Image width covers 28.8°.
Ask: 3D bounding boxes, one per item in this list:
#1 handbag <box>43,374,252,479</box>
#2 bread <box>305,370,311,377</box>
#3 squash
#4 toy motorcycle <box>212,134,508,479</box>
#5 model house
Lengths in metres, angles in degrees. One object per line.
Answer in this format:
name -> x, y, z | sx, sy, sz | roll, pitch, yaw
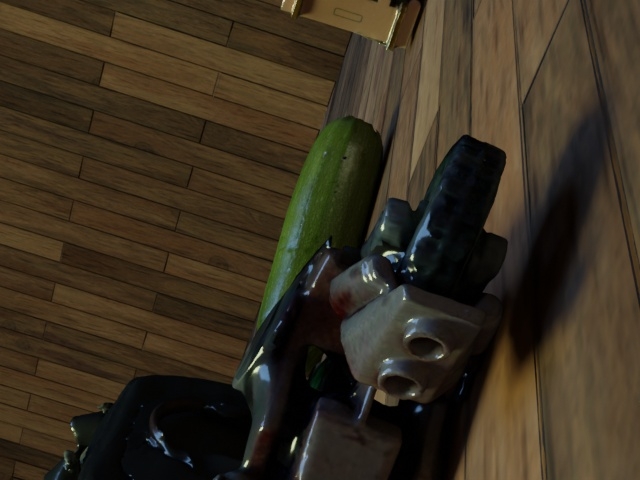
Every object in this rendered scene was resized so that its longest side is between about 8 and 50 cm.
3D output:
handbag -> -0.117, 0.209, 0.949 | 0.254, 0.181, 0.181 | -83, 5, -75
bread -> -0.014, 0.082, 1.134 | 0.070, 0.035, 0.083 | 119, 161, -75
squash -> 0.000, 0.000, 1.037 | 0.069, 0.069, 0.238 | 117, 170, -70
toy motorcycle -> 0.012, 0.058, 0.447 | 0.213, 0.082, 0.122 | 114, 172, -52
model house -> 0.050, -0.360, 1.228 | 0.326, 0.169, 0.244 | -78, 8, -63
